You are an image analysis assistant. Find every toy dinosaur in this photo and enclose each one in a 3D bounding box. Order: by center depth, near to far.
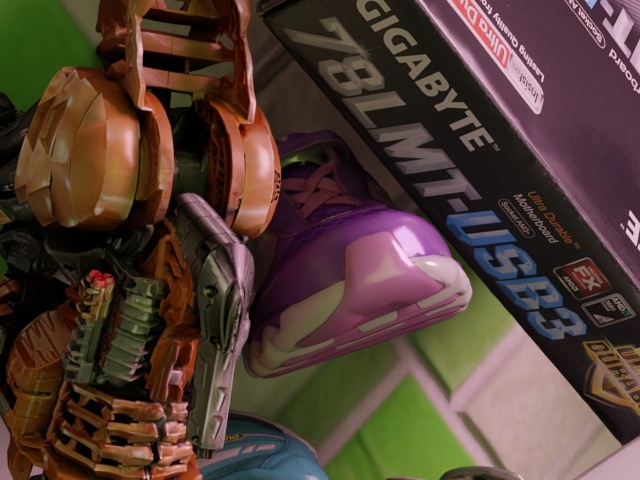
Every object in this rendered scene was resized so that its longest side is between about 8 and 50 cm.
[{"bbox_3d":[-0.075,-0.017,0.588,0.164,0.218,0.322,30,79,-31],"label":"toy dinosaur"}]

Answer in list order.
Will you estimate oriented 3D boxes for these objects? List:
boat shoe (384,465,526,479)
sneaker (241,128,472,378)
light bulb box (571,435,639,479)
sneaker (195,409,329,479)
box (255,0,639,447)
[{"bbox_3d":[0.077,0.161,0.742,0.302,0.109,0.094,51,46,-59],"label":"boat shoe"},{"bbox_3d":[0.000,0.000,0.654,0.095,0.236,0.105,-16,88,-5],"label":"sneaker"},{"bbox_3d":[0.059,0.294,0.532,0.358,0.225,0.361,-27,150,-26],"label":"light bulb box"},{"bbox_3d":[-0.105,0.180,0.656,0.275,0.110,0.107,-46,117,-19],"label":"sneaker"},{"bbox_3d":[0.114,-0.103,0.707,0.295,0.073,0.293,47,38,-28],"label":"box"}]
